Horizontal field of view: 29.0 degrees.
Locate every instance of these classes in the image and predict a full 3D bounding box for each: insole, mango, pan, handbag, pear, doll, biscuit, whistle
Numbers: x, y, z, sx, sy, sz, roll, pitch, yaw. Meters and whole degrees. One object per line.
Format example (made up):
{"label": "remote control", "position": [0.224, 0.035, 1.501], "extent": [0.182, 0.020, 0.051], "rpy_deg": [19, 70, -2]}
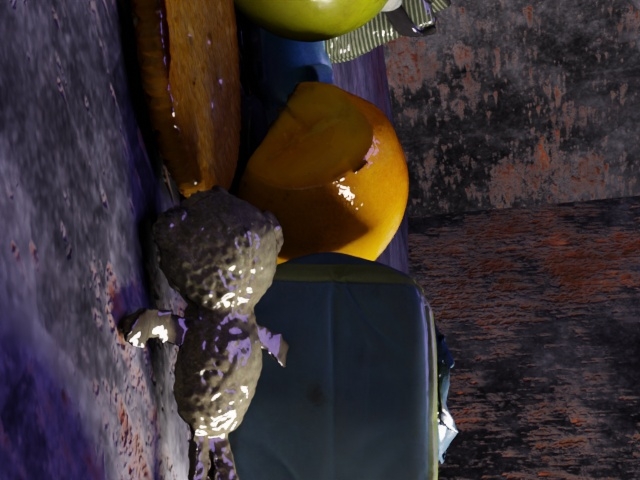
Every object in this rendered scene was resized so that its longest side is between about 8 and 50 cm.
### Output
{"label": "insole", "position": [-0.071, -0.127, 1.508], "extent": [0.119, 0.009, 0.348], "rpy_deg": [-86, 168, -58]}
{"label": "mango", "position": [0.012, -0.038, 1.338], "extent": [0.138, 0.187, 0.257], "rpy_deg": [40, -12, 28]}
{"label": "pan", "position": [-0.082, -0.145, 1.354], "extent": [0.136, 0.028, 0.235], "rpy_deg": [-58, 142, -75]}
{"label": "handbag", "position": [0.014, 0.143, 1.177], "extent": [0.241, 0.223, 0.263], "rpy_deg": [49, 37, -85]}
{"label": "pear", "position": [-0.016, -0.314, 1.294], "extent": [0.269, 0.212, 0.212], "rpy_deg": [23, 59, -53]}
{"label": "doll", "position": [-0.079, 0.107, 0.983], "extent": [0.203, 0.091, 0.285], "rpy_deg": [-28, 105, -43]}
{"label": "biscuit", "position": [-0.117, -0.179, 1.090], "extent": [0.305, 0.038, 0.305], "rpy_deg": [-4, 90, -82]}
{"label": "whistle", "position": [-0.032, -0.173, 1.447], "extent": [0.186, 0.093, 0.273], "rpy_deg": [-160, -116, -67]}
{"label": "handbag", "position": [0.075, -0.465, 1.973], "extent": [0.247, 0.240, 0.340], "rpy_deg": [-62, 147, -69]}

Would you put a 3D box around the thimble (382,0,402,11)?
{"label": "thimble", "position": [0.005, -0.430, 1.582], "extent": [0.291, 0.195, 0.291], "rpy_deg": [-4, 90, -82]}
